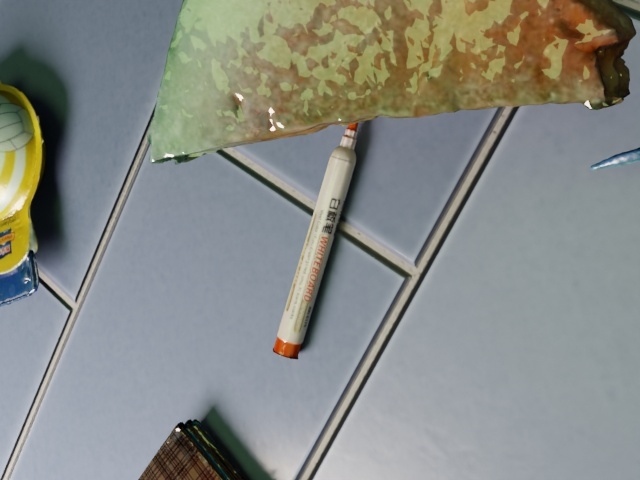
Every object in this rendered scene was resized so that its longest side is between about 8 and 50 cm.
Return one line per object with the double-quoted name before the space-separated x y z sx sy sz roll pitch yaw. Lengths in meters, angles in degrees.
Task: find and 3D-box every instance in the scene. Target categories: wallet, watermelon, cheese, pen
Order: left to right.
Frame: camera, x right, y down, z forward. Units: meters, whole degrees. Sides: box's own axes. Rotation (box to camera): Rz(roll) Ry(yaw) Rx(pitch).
"cheese" -0.368 -0.062 0.819 0.177 0.069 0.270 -19 79 30
"wallet" -0.085 0.287 0.656 0.230 0.042 0.124 44 113 26
"pen" 0.000 0.000 0.618 0.026 0.026 0.218 22 100 30
"watermelon" 0.039 -0.155 0.482 0.302 0.264 0.151 -6 104 22

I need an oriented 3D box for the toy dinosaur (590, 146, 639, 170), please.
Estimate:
"toy dinosaur" 0.319 -0.129 0.398 0.144 0.076 0.329 48 110 31
